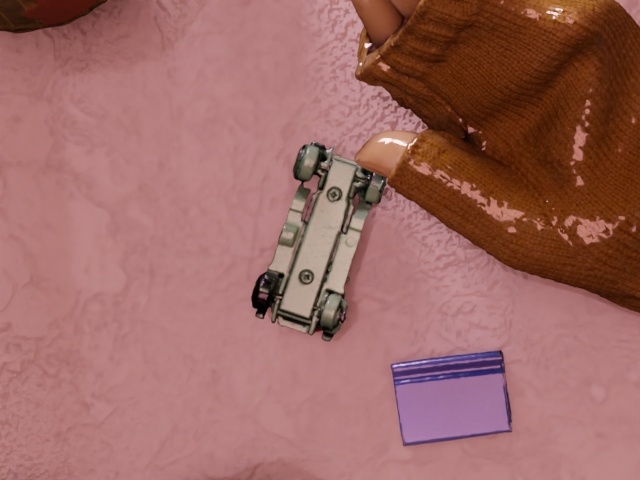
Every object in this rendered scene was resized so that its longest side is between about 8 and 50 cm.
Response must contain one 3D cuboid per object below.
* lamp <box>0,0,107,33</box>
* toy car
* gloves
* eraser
[{"bbox_3d":[-0.223,-0.293,1.412,0.250,0.250,0.284,24,82,7],"label":"lamp"},{"bbox_3d":[0.000,0.000,1.461,0.073,0.054,0.143,16,85,6],"label":"toy car"},{"bbox_3d":[0.164,-0.079,1.394,0.356,0.155,0.203,37,99,-9],"label":"gloves"},{"bbox_3d":[0.099,0.118,1.457,0.085,0.027,0.063,-8,85,7],"label":"eraser"}]
